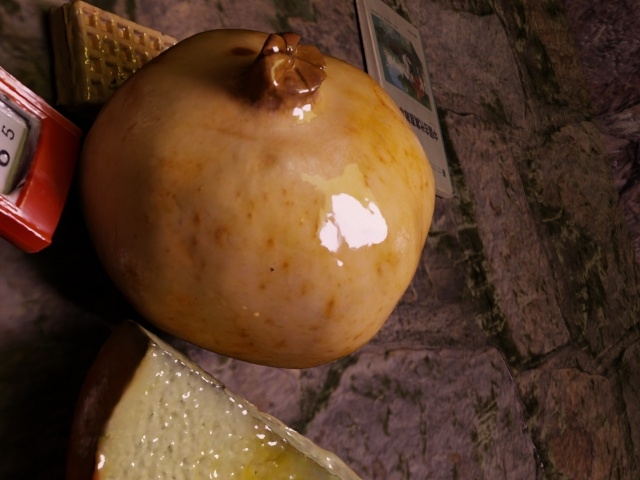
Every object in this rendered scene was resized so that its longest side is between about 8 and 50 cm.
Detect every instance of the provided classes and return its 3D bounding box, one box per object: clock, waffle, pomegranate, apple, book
[{"bbox_3d":[-0.255,-0.073,0.754,0.155,0.061,0.113,42,42,-39],"label":"clock"},{"bbox_3d":[-0.179,-0.150,0.943,0.148,0.042,0.102,11,66,-59],"label":"waffle"},{"bbox_3d":[-0.054,-0.030,0.861,0.307,0.307,0.307,36,46,-49],"label":"pomegranate"},{"bbox_3d":[-0.079,0.196,0.804,0.346,0.179,0.254,43,28,-40],"label":"apple"},{"bbox_3d":[0.124,-0.211,1.529,0.215,0.025,0.282,15,61,-59],"label":"book"}]
